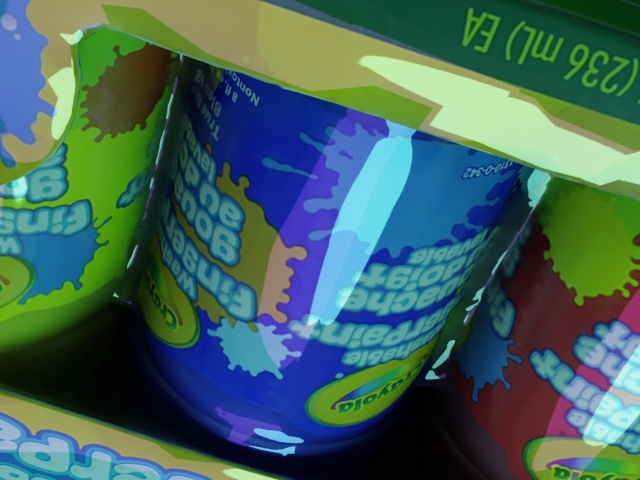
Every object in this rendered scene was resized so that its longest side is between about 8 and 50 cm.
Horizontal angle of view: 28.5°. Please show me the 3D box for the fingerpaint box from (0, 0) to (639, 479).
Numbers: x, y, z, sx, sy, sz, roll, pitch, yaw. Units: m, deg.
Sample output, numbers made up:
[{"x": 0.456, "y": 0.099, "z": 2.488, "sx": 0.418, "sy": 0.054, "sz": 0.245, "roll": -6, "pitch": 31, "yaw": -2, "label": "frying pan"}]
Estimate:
[{"x": 0.000, "y": 0.000, "z": 0.553, "sx": 0.445, "sy": 0.163, "sz": 0.371, "roll": 18, "pitch": 132, "yaw": -5, "label": "fingerpaint box"}]
